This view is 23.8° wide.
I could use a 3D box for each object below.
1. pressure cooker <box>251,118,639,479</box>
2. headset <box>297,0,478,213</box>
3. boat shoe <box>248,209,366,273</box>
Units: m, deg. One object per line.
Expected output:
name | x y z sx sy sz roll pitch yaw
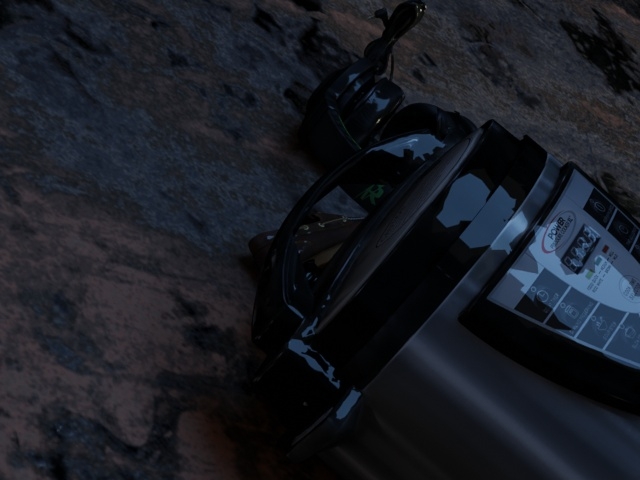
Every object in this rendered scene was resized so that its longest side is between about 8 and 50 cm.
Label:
pressure cooker | 0.140 0.098 1.422 0.420 0.375 0.370 41 5 -1
headset | 0.100 -0.152 1.867 0.243 0.185 0.394 29 25 -23
boat shoe | 0.000 0.000 1.665 0.073 0.073 0.207 52 31 13
